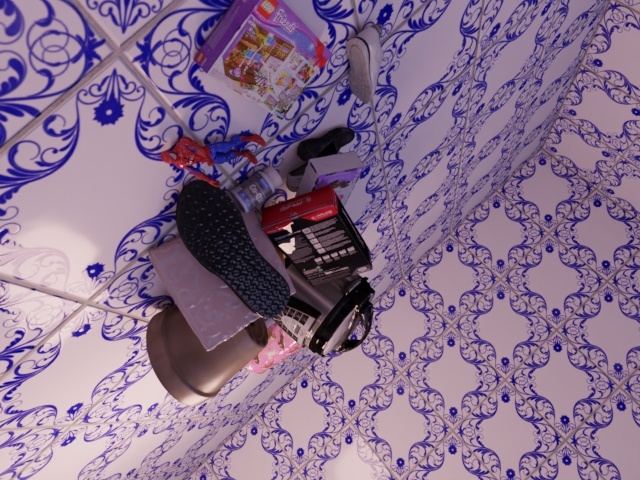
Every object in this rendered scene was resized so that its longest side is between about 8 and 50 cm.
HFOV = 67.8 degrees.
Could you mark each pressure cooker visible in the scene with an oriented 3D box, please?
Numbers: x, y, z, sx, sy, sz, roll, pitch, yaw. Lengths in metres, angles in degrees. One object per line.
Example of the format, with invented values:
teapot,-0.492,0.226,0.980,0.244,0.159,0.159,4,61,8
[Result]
pressure cooker,0.022,0.252,1.921,0.376,0.420,0.370,-51,164,1

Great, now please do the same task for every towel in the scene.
towel,-0.268,0.096,1.368,0.331,0.317,0.053,-31,-174,-30

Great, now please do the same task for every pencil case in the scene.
pencil case,-0.203,0.467,2.195,0.160,0.167,0.386,29,122,-38

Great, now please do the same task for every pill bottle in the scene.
pill bottle,-0.180,-0.146,1.351,0.137,0.078,0.078,-38,158,-14

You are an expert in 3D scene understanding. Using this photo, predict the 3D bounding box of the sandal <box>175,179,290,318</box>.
sandal,-0.250,0.037,1.295,0.167,0.107,0.446,-42,118,-21

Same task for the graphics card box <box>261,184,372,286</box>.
graphics card box,0.000,0.000,1.502,0.232,0.094,0.371,-19,140,16

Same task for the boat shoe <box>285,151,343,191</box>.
boat shoe,-0.006,-0.227,1.499,0.226,0.083,0.076,-35,158,-20

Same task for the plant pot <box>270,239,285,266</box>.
plant pot,-0.243,0.080,1.525,0.187,0.205,0.205,-8,141,-32

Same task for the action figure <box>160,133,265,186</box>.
action figure,-0.232,-0.186,1.122,0.280,0.139,0.092,-15,143,-46

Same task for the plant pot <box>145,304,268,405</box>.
plant pot,-0.331,0.310,1.497,0.280,0.323,0.323,-28,161,11

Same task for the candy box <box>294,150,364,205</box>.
candy box,0.023,-0.172,1.460,0.164,0.070,0.196,-16,153,-27

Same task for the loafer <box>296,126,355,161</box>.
loafer,0.028,-0.286,1.458,0.223,0.078,0.076,-28,154,-34

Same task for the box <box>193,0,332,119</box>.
box,-0.111,-0.400,1.037,0.201,0.057,0.293,-48,158,13

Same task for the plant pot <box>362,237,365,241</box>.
plant pot,0.003,-0.030,1.736,0.187,0.212,0.212,-38,161,18

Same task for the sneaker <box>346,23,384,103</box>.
sneaker,0.133,-0.473,1.303,0.095,0.090,0.235,-47,161,-17

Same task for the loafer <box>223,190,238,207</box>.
loafer,-0.249,-0.086,1.347,0.039,0.045,0.125,-39,128,-44
